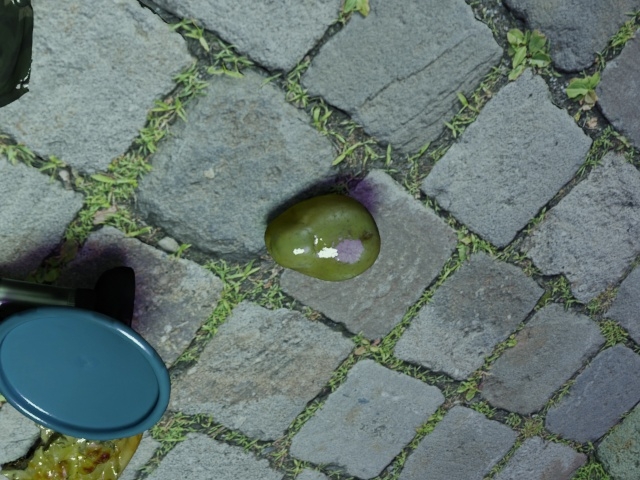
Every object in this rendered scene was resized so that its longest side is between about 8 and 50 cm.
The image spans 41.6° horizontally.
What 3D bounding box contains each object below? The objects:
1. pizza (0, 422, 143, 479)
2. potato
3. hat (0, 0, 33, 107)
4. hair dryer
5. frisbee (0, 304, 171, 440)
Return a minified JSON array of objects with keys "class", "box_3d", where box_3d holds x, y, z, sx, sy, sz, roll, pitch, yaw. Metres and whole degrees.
[{"class":"pizza","box_3d":[-0.459,0.418,1.568,0.223,0.089,0.323,25,107,-41]},{"class":"potato","box_3d":[0.000,0.000,1.481,0.194,0.157,0.157,-8,125,-22]},{"class":"hat","box_3d":[-0.555,-0.235,0.988,0.382,0.257,0.366,-39,133,-24]},{"class":"hair dryer","box_3d":[-0.480,0.150,1.386,0.321,0.155,0.284,3,141,-16]},{"class":"frisbee","box_3d":[-0.370,0.201,1.306,0.290,0.049,0.289,3,127,4]}]
